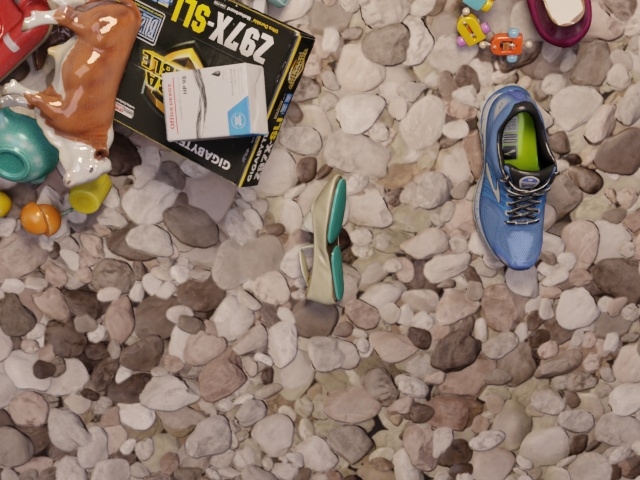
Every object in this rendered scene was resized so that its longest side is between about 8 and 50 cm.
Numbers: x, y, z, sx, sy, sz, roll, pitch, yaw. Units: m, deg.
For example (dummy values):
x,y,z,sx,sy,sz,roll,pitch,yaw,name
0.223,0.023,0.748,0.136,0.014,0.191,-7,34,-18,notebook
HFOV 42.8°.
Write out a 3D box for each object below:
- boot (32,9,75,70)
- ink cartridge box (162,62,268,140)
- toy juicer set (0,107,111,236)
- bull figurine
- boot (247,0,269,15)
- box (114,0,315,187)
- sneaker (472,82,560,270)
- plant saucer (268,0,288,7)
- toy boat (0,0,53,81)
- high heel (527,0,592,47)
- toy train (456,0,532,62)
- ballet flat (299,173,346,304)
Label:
x,y,z,sx,sy,sz,roll,pitch,yaw,name
-0.419,-0.328,1.364,0.114,0.037,0.107,9,106,-9,boot
-0.174,-0.203,1.228,0.180,0.060,0.104,-2,96,23,ink cartridge box
-0.537,-0.136,1.384,0.209,0.090,0.329,-31,123,26,toy juicer set
-0.387,-0.242,1.270,0.188,0.101,0.311,16,97,-24,bull figurine
-0.154,-0.275,1.363,0.123,0.095,0.258,7,102,3,boot
-0.198,-0.269,1.304,0.322,0.079,0.257,29,105,16,box
0.335,-0.097,1.412,0.129,0.147,0.330,-9,109,1,sneaker
-0.130,-0.446,1.324,0.192,0.067,0.018,35,127,-13,plant saucer
-0.547,-0.336,1.278,0.231,0.151,0.151,-39,80,10,toy boat
0.359,-0.503,1.330,0.127,0.181,0.378,-8,89,15,high heel
0.287,-0.377,1.358,0.125,0.046,0.166,-3,132,11,toy train
0.000,0.000,1.471,0.086,0.086,0.249,0,109,-2,ballet flat
